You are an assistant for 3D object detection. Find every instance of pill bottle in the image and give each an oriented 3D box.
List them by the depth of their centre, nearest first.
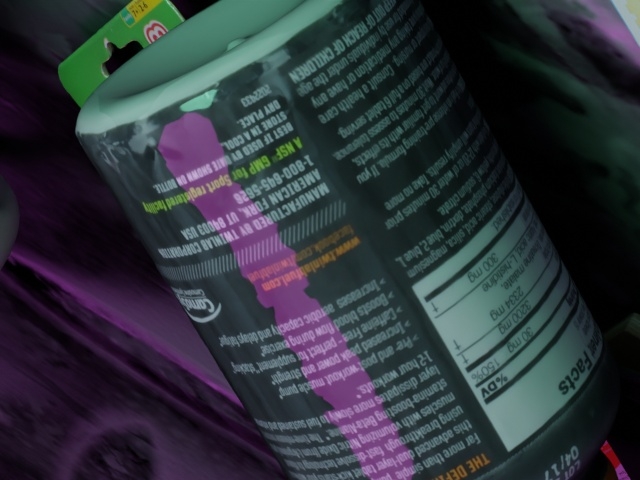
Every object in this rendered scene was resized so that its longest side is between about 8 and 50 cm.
[{"bbox_3d":[0.025,0.026,0.724,0.130,0.130,0.245,-7,117,53],"label":"pill bottle"}]

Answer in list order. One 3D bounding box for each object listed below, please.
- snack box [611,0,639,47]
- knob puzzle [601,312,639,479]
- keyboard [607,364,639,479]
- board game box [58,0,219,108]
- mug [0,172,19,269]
[{"bbox_3d":[0.169,-0.129,0.438,0.322,0.060,0.187,2,139,47],"label":"snack box"},{"bbox_3d":[0.179,0.108,0.859,0.213,0.030,0.213,26,152,15],"label":"knob puzzle"},{"bbox_3d":[0.233,0.140,0.709,0.317,0.033,0.201,22,151,54],"label":"keyboard"},{"bbox_3d":[0.000,0.000,0.847,0.259,0.039,0.124,46,152,-10],"label":"board game box"},{"bbox_3d":[-0.312,-0.055,0.897,0.374,0.276,0.328,15,-167,-34],"label":"mug"}]
